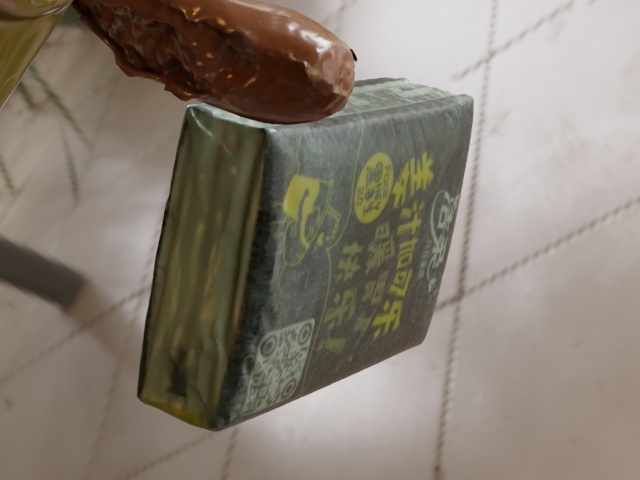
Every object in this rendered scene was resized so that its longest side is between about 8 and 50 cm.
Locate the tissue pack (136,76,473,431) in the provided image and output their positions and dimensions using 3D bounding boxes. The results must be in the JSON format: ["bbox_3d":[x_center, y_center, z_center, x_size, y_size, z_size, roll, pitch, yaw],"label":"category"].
[{"bbox_3d":[0.000,0.000,0.981,0.081,0.257,0.185,20,108,27],"label":"tissue pack"}]

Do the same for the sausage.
[{"bbox_3d":[-0.102,-0.145,0.731,0.304,0.078,0.078,44,100,20],"label":"sausage"}]

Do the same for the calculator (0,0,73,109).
[{"bbox_3d":[-0.082,-0.098,0.456,0.157,0.033,0.236,-48,21,38],"label":"calculator"}]
